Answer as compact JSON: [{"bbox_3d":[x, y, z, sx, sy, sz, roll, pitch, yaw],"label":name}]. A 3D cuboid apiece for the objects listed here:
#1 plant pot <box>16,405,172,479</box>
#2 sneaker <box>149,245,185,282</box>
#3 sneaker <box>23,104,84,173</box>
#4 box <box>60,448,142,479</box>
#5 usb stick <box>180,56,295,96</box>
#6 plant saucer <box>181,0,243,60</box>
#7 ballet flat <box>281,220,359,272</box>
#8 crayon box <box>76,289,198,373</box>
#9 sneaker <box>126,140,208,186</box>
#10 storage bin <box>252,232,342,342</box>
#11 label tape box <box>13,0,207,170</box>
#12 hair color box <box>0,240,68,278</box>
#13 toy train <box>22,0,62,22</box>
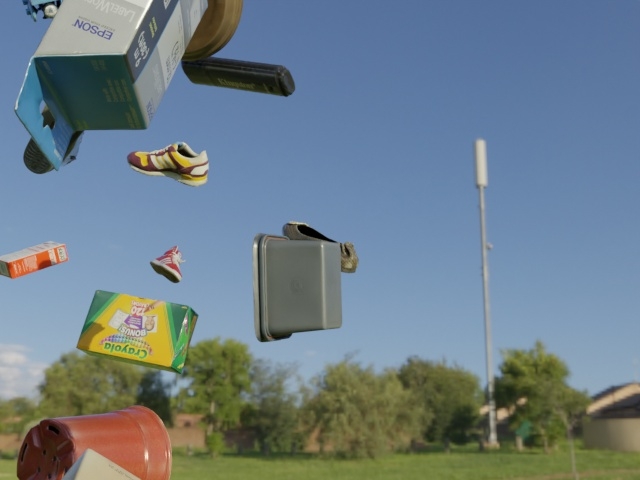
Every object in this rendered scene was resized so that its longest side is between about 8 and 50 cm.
[{"bbox_3d":[-0.540,0.523,1.767,0.272,0.273,0.265,-10,-18,32],"label":"plant pot"},{"bbox_3d":[-0.305,0.049,1.573,0.118,0.067,0.042,21,-40,50],"label":"sneaker"},{"bbox_3d":[-0.504,-0.236,1.508,0.083,0.222,0.118,40,13,-3],"label":"sneaker"},{"bbox_3d":[-0.315,0.432,0.988,0.148,0.121,0.311,37,10,-15],"label":"box"},{"bbox_3d":[-0.178,-0.349,1.588,0.278,0.045,0.077,14,-31,31],"label":"usb stick"},{"bbox_3d":[-0.286,-0.490,1.482,0.277,0.278,0.041,-6,23,23],"label":"plant saucer"},{"bbox_3d":[0.000,0.000,1.572,0.084,0.058,0.250,1,19,-33],"label":"ballet flat"},{"bbox_3d":[-0.477,0.238,1.968,0.278,0.165,0.081,8,-21,15],"label":"crayon box"},{"bbox_3d":[-0.323,-0.178,1.599,0.185,0.069,0.084,14,-60,9],"label":"sneaker"},{"bbox_3d":[-0.021,0.058,0.934,0.091,0.135,0.098,-3,-5,25],"label":"storage bin"},{"bbox_3d":[-0.276,-0.269,1.047,0.115,0.348,0.249,20,-15,-1],"label":"label tape box"},{"bbox_3d":[-0.802,0.053,2.089,0.093,0.053,0.167,8,24,45],"label":"hair color box"},{"bbox_3d":[-0.547,-0.498,1.455,0.080,0.184,0.105,-19,-44,-21],"label":"toy train"}]
